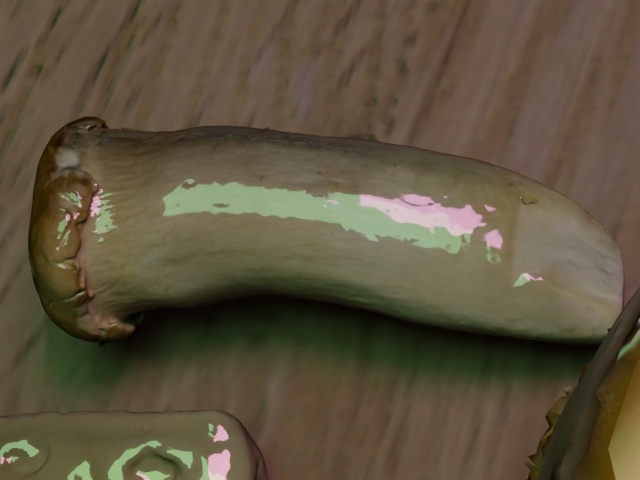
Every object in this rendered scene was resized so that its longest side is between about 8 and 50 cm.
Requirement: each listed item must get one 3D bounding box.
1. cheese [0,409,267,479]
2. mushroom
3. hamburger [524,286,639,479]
[{"bbox_3d":[-0.114,0.092,0.471,0.194,0.043,0.064,-2,65,11],"label":"cheese"},{"bbox_3d":[0.000,0.000,0.472,0.209,0.071,0.084,5,34,10],"label":"mushroom"},{"bbox_3d":[0.187,0.100,0.329,0.294,0.179,0.276,27,72,25],"label":"hamburger"}]
